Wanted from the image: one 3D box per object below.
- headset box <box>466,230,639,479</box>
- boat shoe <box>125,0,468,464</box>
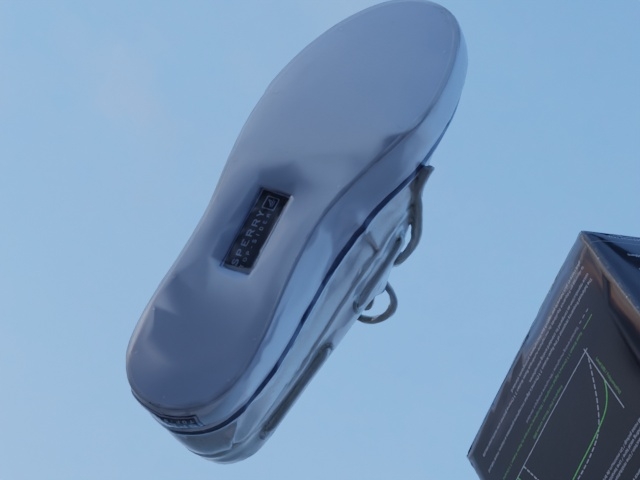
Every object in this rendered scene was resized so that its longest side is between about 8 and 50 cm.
[{"bbox_3d":[0.236,0.137,0.678,0.246,0.283,0.131,5,-56,-28],"label":"headset box"},{"bbox_3d":[0.007,0.004,1.218,0.135,0.367,0.156,17,-25,28],"label":"boat shoe"}]
